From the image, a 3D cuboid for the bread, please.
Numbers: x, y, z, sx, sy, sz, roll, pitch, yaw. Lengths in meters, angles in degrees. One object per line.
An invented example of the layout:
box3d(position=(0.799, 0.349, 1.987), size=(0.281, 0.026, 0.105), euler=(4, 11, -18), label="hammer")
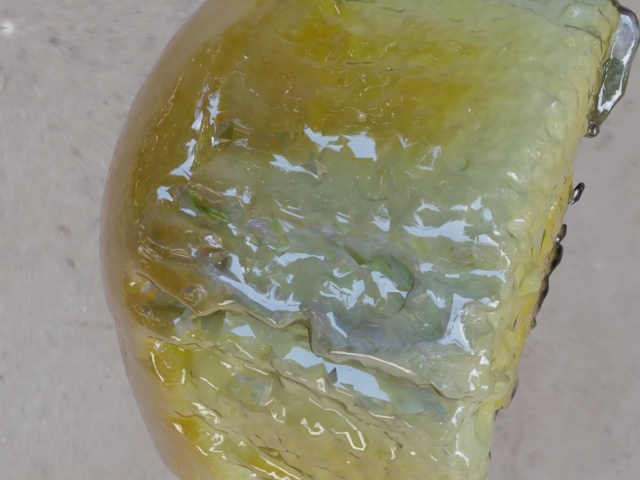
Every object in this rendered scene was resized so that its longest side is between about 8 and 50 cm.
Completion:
box3d(position=(0.000, 0.000, 0.632), size=(0.204, 0.163, 0.262), euler=(15, 99, 19), label="bread")
